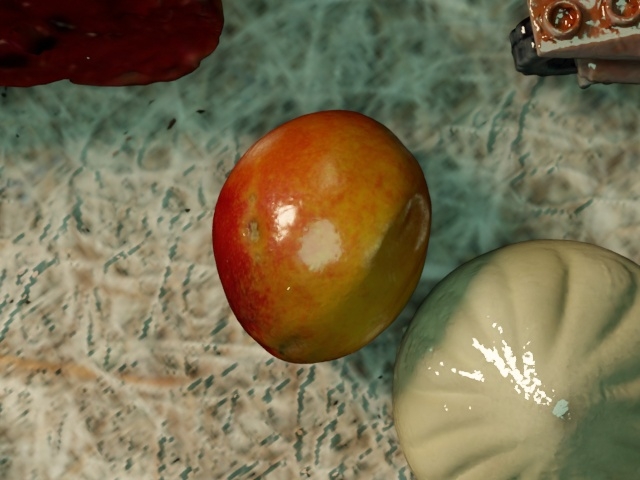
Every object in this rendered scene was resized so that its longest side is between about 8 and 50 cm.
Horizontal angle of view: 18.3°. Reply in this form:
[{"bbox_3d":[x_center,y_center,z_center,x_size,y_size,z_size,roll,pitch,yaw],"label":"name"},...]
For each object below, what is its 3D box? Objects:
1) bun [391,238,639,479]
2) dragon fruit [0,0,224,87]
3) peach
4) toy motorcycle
[{"bbox_3d":[0.099,0.068,0.838,0.138,0.094,0.138,0,95,-1],"label":"bun"},{"bbox_3d":[-0.222,-0.181,0.845,0.329,0.228,0.286,-27,59,23],"label":"dragon fruit"},{"bbox_3d":[-0.001,0.000,0.834,0.100,0.101,0.101,0,94,3],"label":"peach"},{"bbox_3d":[0.182,-0.104,0.810,0.212,0.118,0.084,-11,84,4],"label":"toy motorcycle"}]
